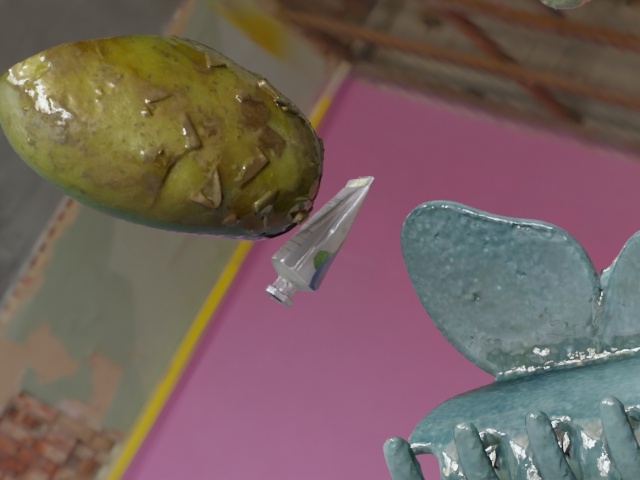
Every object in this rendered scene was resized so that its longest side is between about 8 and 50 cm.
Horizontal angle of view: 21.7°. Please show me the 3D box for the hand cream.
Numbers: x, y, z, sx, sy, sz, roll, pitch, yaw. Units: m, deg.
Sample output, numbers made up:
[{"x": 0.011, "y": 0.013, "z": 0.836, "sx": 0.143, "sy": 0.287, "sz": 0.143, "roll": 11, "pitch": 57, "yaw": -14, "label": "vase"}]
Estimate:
[{"x": 0.000, "y": 0.000, "z": 1.558, "sx": 0.053, "sy": 0.142, "sz": 0.084, "roll": 40, "pitch": -10, "yaw": -12, "label": "hand cream"}]

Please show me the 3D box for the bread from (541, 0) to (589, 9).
[{"x": 0.303, "y": -0.347, "z": 1.871, "sx": 0.134, "sy": 0.141, "sz": 0.148, "roll": 48, "pitch": -22, "yaw": 30, "label": "bread"}]

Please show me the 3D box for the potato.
[{"x": -0.133, "y": -0.093, "z": 1.433, "sx": 0.298, "sy": 0.141, "sz": 0.176, "roll": 17, "pitch": 45, "yaw": -24, "label": "potato"}]

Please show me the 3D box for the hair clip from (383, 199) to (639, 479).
[{"x": 0.235, "y": 0.164, "z": 1.391, "sx": 0.318, "sy": 0.238, "sz": 0.392, "roll": -11, "pitch": -70, "yaw": 23, "label": "hair clip"}]
